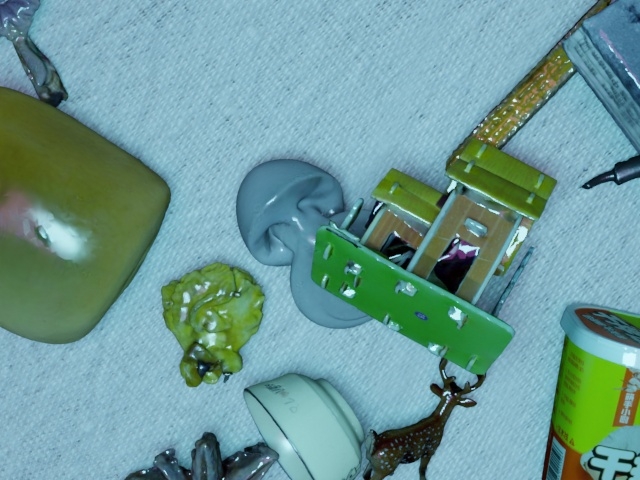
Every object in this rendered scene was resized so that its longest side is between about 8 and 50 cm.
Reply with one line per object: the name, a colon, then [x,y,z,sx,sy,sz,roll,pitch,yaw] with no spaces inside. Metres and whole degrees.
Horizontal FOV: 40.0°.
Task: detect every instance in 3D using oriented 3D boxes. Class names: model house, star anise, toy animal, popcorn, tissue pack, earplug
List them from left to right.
star anise: [-0.190,0.398,1.485,0.198,0.111,0.257,35,123,-23]
popcorn: [-0.171,0.139,1.471,0.168,0.173,0.195,-15,82,-17]
earplug: [0.001,0.002,1.444,0.325,0.175,0.214,43,92,-9]
toy animal: [0.165,0.314,1.439,0.087,0.243,0.260,33,124,28]
model house: [0.190,0.006,1.363,0.300,0.340,0.324,29,67,10]
tissue pack: [0.591,-0.225,1.315,0.288,0.124,0.394,-34,87,-14]

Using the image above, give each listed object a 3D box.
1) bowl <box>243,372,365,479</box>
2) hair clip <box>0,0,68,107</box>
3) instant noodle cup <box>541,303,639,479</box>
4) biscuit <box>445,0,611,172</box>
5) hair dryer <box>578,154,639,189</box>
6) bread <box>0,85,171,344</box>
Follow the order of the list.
bowl: [-0.013,0.310,1.432,0.126,0.238,0.238,-33,90,-16]
hair clip: [-0.524,-0.368,1.501,0.173,0.069,0.300,-29,90,5]
instant noodle cup: [0.482,0.289,1.382,0.293,0.294,0.308,12,101,3]
biscuit: [0.345,-0.238,1.437,0.054,0.094,0.379,44,94,7]
hair dryer: [0.566,-0.088,1.444,0.271,0.091,0.236,-6,87,17]
bread: [-0.466,-0.034,1.399,0.376,0.253,0.348,34,93,-7]
